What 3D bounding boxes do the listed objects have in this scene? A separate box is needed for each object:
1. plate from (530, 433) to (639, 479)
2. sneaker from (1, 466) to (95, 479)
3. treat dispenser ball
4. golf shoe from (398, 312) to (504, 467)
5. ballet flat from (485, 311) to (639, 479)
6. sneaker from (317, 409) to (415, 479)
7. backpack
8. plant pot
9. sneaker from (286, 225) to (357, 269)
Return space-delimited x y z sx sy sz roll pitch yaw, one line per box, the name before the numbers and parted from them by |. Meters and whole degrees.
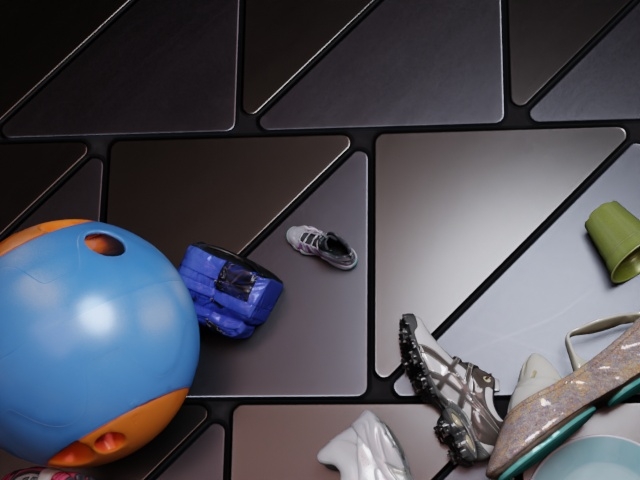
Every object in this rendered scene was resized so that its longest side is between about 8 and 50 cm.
plate | 0.332 0.321 1.444 0.188 0.024 0.188 -2 75 6
sneaker | -0.317 0.410 1.441 0.112 0.121 0.299 4 92 31
treat dispenser ball | -0.284 0.119 1.434 0.288 0.288 0.288 -2 74 6
golf shoe | 0.162 0.169 1.488 0.094 0.077 0.198 -24 80 -12
ballet flat | 0.300 0.165 1.449 0.316 0.107 0.106 -29 68 -16
sneaker | 0.076 0.322 1.450 0.115 0.090 0.232 -33 64 4
backpack | -0.124 0.060 1.532 0.120 0.098 0.101 27 83 12
plant pot | 0.365 -0.004 1.508 0.083 0.083 0.079 -34 61 -3
sneaker | 0.000 0.000 1.548 0.098 0.069 0.038 21 77 12
